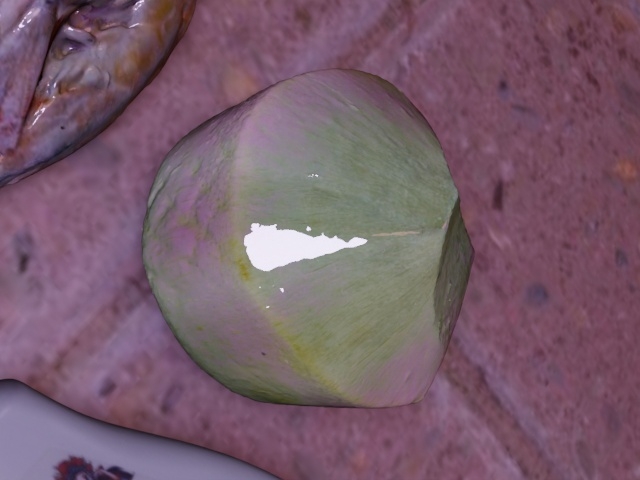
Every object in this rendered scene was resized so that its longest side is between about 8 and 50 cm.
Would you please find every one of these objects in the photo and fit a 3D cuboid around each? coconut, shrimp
[{"bbox_3d":[0.000,0.000,0.736,0.205,0.236,0.235,22,67,-36],"label":"coconut"},{"bbox_3d":[-0.174,-0.107,0.687,0.062,0.164,0.317,31,59,22],"label":"shrimp"}]

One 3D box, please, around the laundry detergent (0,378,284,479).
[{"bbox_3d":[-0.152,0.202,0.643,0.398,0.125,0.264,39,60,-24],"label":"laundry detergent"}]
